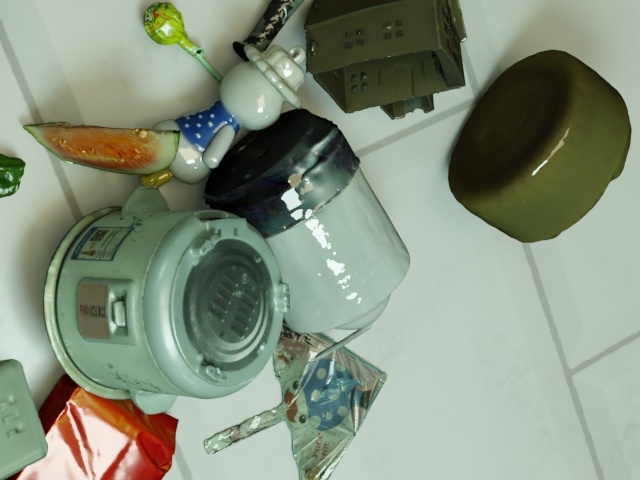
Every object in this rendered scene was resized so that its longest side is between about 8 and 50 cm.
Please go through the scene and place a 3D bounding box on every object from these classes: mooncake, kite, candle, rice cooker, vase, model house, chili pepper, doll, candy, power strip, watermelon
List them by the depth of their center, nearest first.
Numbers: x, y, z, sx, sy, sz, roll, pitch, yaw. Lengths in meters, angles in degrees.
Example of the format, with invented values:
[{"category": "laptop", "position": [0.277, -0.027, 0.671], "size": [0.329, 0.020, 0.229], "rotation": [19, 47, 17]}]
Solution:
[{"category": "power strip", "position": [-0.487, 0.250, 1.594], "size": [0.140, 0.224, 0.139], "rotation": [-26, 100, -54]}, {"category": "chili pepper", "position": [-0.491, -0.101, 1.616], "size": [0.204, 0.073, 0.072], "rotation": [15, 103, -24]}, {"category": "rice cooker", "position": [-0.213, 0.081, 1.641], "size": [0.264, 0.316, 0.317], "rotation": [-11, 101, -49]}, {"category": "watermelon", "position": [-0.278, -0.131, 1.648], "size": [0.119, 0.245, 0.063], "rotation": [24, 75, -62]}, {"category": "doll", "position": [-0.134, -0.169, 1.719], "size": [0.293, 0.138, 0.119], "rotation": [-41, 126, 4]}, {"category": "candy", "position": [-0.178, -0.263, 1.757], "size": [0.194, 0.058, 0.062], "rotation": [44, 45, -32]}, {"category": "candle", "position": [0.000, 0.000, 1.768], "size": [0.221, 0.221, 0.342], "rotation": [-40, 112, -16]}, {"category": "vase", "position": [-0.060, -0.332, 1.791], "size": [0.059, 0.059, 0.167], "rotation": [37, 80, -23]}, {"category": "model house", "position": [0.101, -0.325, 1.816], "size": [0.204, 0.211, 0.243], "rotation": [46, 37, -62]}, {"category": "mooncake", "position": [0.336, -0.138, 1.873], "size": [0.155, 0.284, 0.284], "rotation": [31, 82, -23]}, {"category": "kite", "position": [-0.036, 0.252, 1.890], "size": [0.314, 0.011, 0.335], "rotation": [-18, 101, -21]}]

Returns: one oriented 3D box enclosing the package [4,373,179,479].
[{"category": "package", "position": [-0.371, 0.383, 1.689], "size": [0.196, 0.123, 0.423], "rotation": [39, 78, -21]}]
